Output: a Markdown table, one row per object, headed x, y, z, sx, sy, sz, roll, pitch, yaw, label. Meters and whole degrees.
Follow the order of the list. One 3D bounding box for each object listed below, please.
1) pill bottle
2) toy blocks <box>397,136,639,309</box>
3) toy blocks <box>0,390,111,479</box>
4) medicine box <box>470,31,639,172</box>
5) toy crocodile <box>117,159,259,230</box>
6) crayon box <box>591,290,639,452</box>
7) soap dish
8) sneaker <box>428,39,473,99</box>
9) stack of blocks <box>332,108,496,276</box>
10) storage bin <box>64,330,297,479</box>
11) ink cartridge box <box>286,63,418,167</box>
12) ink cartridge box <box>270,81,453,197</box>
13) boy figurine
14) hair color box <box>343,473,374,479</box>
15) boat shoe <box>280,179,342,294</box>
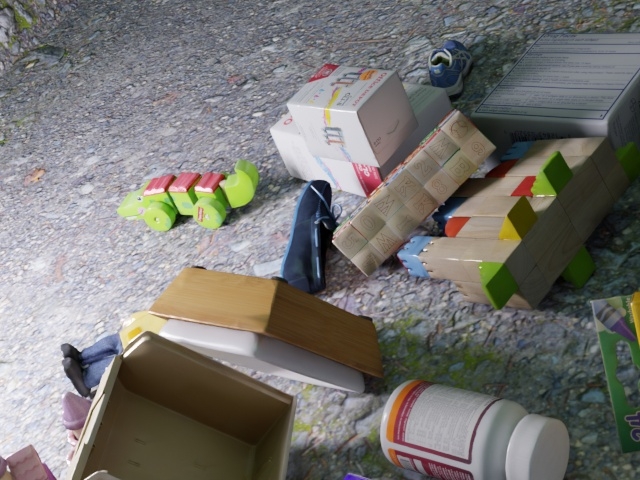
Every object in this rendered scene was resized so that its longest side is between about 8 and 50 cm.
| x | y | z | sx | sy | sz | roll | pitch | yaw | label |
| --- | --- | --- | --- | --- | --- | --- | --- | --- | --- |
| 0.196 | 0.255 | 1.347 | 0.221 | 0.121 | 0.121 | 8 | 44 | 40 | pill bottle |
| 0.298 | -0.034 | 1.674 | 0.381 | 0.190 | 0.261 | -47 | 27 | -24 | toy blocks |
| -0.393 | 0.368 | 1.435 | 0.289 | 0.260 | 0.309 | -29 | 33 | -9 | toy blocks |
| 0.459 | -0.235 | 1.856 | 0.263 | 0.149 | 0.289 | 9 | 45 | 41 | medicine box |
| -0.274 | -0.095 | 2.165 | 0.340 | 0.105 | 0.115 | -3 | 38 | 30 | toy crocodile |
| 0.495 | 0.146 | 1.231 | 0.323 | 0.203 | 0.083 | -11 | 2 | 20 | crayon box |
| -0.070 | 0.131 | 1.545 | 0.229 | 0.291 | 0.118 | 6 | 75 | 39 | soap dish |
| 0.276 | -0.381 | 2.246 | 0.080 | 0.081 | 0.211 | -13 | 33 | 20 | sneaker |
| 0.154 | -0.085 | 1.774 | 0.297 | 0.087 | 0.171 | -46 | 3 | 8 | stack of blocks |
| -0.185 | 0.285 | 1.412 | 0.123 | 0.260 | 0.262 | -54 | 16 | 33 | storage bin |
| 0.059 | -0.226 | 1.887 | 0.176 | 0.127 | 0.128 | 14 | 52 | 42 | ink cartridge box |
| 0.086 | -0.210 | 2.075 | 0.306 | 0.131 | 0.226 | 19 | 54 | 44 | ink cartridge box |
| -0.302 | 0.171 | 1.819 | 0.285 | 0.092 | 0.177 | -27 | 30 | 2 | boy figurine |
| 0.004 | 0.445 | 1.139 | 0.110 | 0.185 | 0.339 | 7 | 44 | 40 | hair color box |
| 0.000 | 0.000 | 1.881 | 0.089 | 0.109 | 0.258 | -2 | 54 | 19 | boat shoe |
